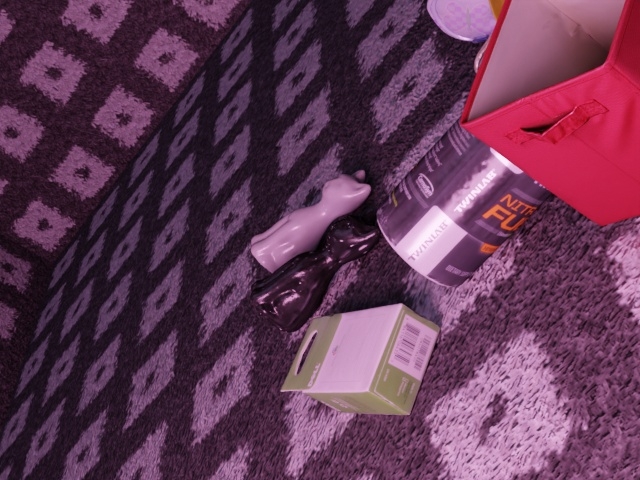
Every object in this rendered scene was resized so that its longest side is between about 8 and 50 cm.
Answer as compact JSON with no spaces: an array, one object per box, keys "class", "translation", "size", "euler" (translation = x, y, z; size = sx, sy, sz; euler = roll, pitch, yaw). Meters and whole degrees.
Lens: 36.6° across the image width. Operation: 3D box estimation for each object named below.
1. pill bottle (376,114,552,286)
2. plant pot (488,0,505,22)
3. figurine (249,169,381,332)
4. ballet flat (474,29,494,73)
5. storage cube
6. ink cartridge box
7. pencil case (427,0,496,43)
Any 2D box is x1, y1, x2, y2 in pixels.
[{"class":"pill bottle","translation":[0.183,-0.075,1.045],"size":[0.246,0.130,0.130],"euler":[-49,24,23]},{"class":"plant pot","translation":[0.274,-0.280,1.156],"size":[0.095,0.134,0.134],"euler":[-31,24,-1]},{"class":"figurine","translation":[0.000,0.000,1.415],"size":[0.209,0.092,0.215],"euler":[-41,26,19]},{"class":"ballet flat","translation":[0.258,-0.287,1.273],"size":[0.168,0.057,0.052],"euler":[-49,14,20]},{"class":"storage cube","translation":[0.274,-0.147,0.867],"size":[0.183,0.193,0.215],"euler":[-18,46,58]},{"class":"ink cartridge box","translation":[0.043,0.143,1.144],"size":[0.209,0.062,0.109],"euler":[-16,46,59]},{"class":"pencil case","translation":[0.233,-0.415,1.367],"size":[0.124,0.113,0.273],"euler":[-9,54,38]}]
